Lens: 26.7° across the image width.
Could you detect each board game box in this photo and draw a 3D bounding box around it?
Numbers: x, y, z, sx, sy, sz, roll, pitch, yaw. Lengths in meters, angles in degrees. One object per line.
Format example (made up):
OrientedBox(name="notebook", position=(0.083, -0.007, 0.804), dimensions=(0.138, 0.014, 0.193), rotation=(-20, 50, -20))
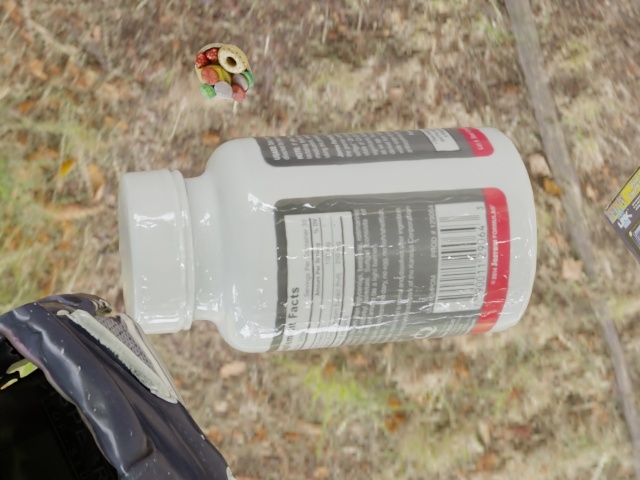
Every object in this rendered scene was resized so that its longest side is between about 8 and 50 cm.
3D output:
OrientedBox(name="board game box", position=(0.408, -0.025, 1.539), dimensions=(0.048, 0.141, 0.170), rotation=(-24, 161, -22))

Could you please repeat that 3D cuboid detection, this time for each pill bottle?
OrientedBox(name="pill bottle", position=(0.000, 0.000, 1.102), dimensions=(0.319, 0.176, 0.176), rotation=(-4, 119, -13))

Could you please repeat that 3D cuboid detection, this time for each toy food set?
OrientedBox(name="toy food set", position=(-0.124, -0.215, 1.733), dimensions=(0.083, 0.020, 0.082), rotation=(1, 125, 25))

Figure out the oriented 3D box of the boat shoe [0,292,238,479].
OrientedBox(name="boat shoe", position=(-0.059, 0.173, 0.531), dimensions=(0.127, 0.158, 0.340), rotation=(-34, 82, 0))
